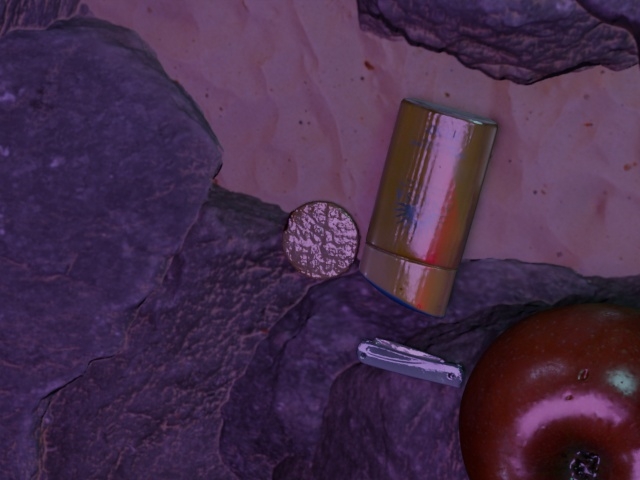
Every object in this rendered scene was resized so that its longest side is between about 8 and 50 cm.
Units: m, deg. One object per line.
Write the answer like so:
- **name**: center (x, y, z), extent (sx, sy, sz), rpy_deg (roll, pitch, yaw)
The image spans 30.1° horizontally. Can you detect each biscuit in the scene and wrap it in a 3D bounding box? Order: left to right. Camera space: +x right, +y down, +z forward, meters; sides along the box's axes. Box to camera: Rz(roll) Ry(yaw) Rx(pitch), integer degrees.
- **biscuit**: center (0.000, 0.000, 1.728), extent (0.120, 0.015, 0.120), rpy_deg (3, 100, 15)

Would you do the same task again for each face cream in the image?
- **face cream**: center (0.144, -0.044, 1.651), extent (0.139, 0.067, 0.285), rpy_deg (17, 104, 15)

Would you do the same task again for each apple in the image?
- **apple**: center (0.351, 0.250, 1.532), extent (0.348, 0.277, 0.349), rpy_deg (3, 99, 16)

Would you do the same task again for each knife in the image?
- **knife**: center (0.129, 0.174, 1.716), extent (0.162, 0.023, 0.044), rpy_deg (13, 99, 14)
